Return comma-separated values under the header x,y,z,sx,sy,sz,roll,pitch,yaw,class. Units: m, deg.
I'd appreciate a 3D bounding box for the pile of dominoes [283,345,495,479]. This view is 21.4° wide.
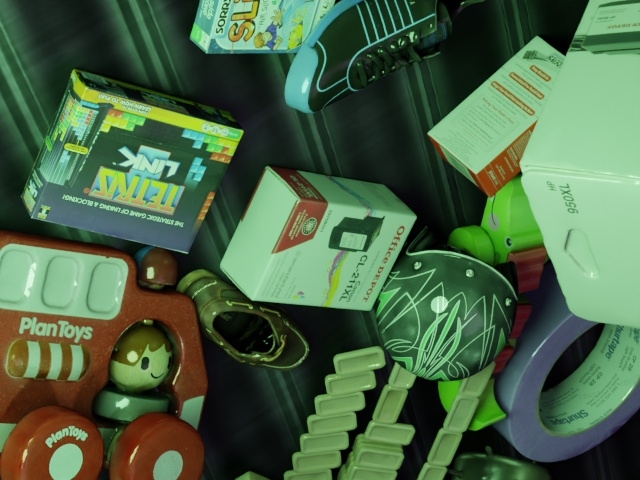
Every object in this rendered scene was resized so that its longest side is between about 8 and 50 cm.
x,y,z,sx,sy,sz,roll,pitch,yaw,class
0.076,0.212,2.022,0.196,0.040,0.251,10,125,-16,pile of dominoes

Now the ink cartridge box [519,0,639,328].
x,y,z,sx,sy,sz,roll,pitch,yaw,class
0.379,-0.135,1.810,0.395,0.166,0.285,-64,146,-27,ink cartridge box

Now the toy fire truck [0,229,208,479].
x,y,z,sx,sy,sz,roll,pitch,yaw,class
-0.228,0.124,1.668,0.302,0.169,0.254,9,97,-43,toy fire truck

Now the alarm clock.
x,y,z,sx,sy,sz,roll,pitch,yaw,class
0.243,0.317,2.212,0.192,0.129,0.064,42,58,-60,alarm clock

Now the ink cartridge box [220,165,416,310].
x,y,z,sx,sy,sz,roll,pitch,yaw,class
0.000,0.000,1.804,0.175,0.072,0.127,7,117,-42,ink cartridge box

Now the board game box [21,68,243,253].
x,y,z,sx,sy,sz,roll,pitch,yaw,class
-0.178,-0.073,1.599,0.170,0.048,0.141,13,112,-31,board game box

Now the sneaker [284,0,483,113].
x,y,z,sx,sy,sz,roll,pitch,yaw,class
0.066,-0.200,1.653,0.232,0.090,0.081,-48,151,-17,sneaker

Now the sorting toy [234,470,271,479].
x,y,z,sx,sy,sz,roll,pitch,yaw,class
-0.024,0.434,2.003,0.089,0.257,0.255,-29,146,20,sorting toy

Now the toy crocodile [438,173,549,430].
x,y,z,sx,sy,sz,roll,pitch,yaw,class
0.206,0.070,2.000,0.115,0.105,0.340,-6,124,-36,toy crocodile

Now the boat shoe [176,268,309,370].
x,y,z,sx,sy,sz,roll,pitch,yaw,class
-0.075,0.100,1.823,0.073,0.073,0.207,-54,139,5,boat shoe

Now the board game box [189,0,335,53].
x,y,z,sx,sy,sz,roll,pitch,yaw,class
-0.036,-0.273,1.590,0.136,0.035,0.201,-5,125,-36,board game box

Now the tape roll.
x,y,z,sx,sy,sz,roll,pitch,yaw,class
0.325,0.149,2.171,0.275,0.090,0.275,-21,132,-25,tape roll

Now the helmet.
x,y,z,sx,sy,sz,roll,pitch,yaw,class
0.139,0.074,1.869,0.169,0.161,0.169,3,116,7,helmet

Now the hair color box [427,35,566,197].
x,y,z,sx,sy,sz,roll,pitch,yaw,class
0.212,-0.136,1.854,0.167,0.093,0.053,-42,139,-4,hair color box
